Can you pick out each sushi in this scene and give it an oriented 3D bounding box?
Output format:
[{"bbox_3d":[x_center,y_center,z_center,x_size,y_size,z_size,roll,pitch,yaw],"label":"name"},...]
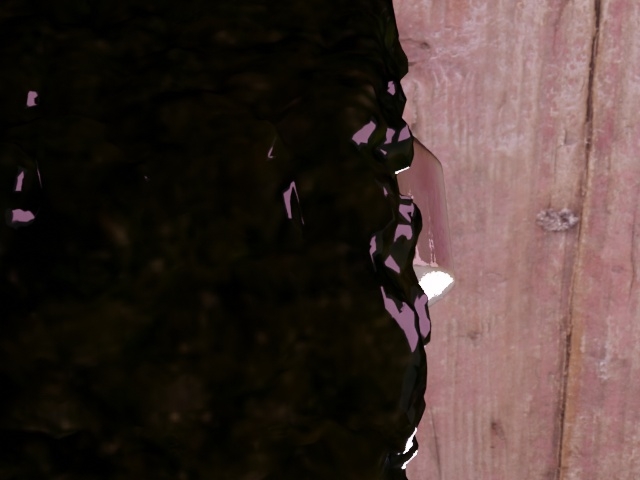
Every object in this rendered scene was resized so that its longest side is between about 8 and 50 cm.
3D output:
[{"bbox_3d":[-0.053,0.003,0.597,0.352,0.178,0.294,-91,180,-57],"label":"sushi"}]

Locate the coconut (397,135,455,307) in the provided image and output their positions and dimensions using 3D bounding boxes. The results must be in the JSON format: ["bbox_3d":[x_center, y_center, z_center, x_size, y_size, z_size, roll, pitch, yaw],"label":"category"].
[{"bbox_3d":[0.004,0.000,1.178,0.241,0.241,0.241,-1,90,-86],"label":"coconut"}]
